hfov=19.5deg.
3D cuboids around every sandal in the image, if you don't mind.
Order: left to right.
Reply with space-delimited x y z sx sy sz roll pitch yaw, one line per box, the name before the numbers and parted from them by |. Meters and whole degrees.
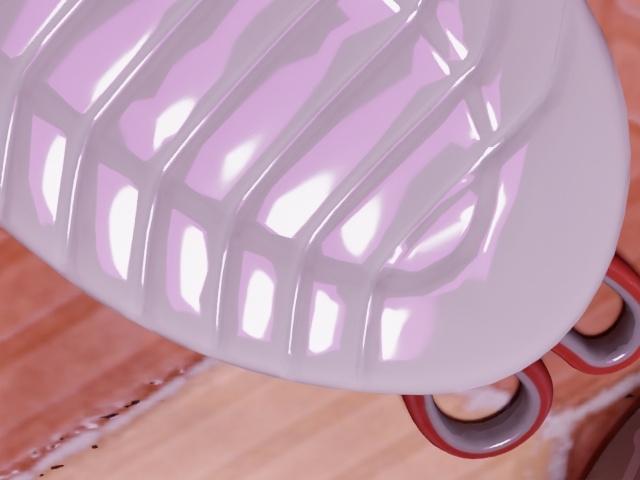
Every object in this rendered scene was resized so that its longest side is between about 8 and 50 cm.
sandal | -0.089 -0.095 0.540 0.416 0.102 0.169 28 99 -17

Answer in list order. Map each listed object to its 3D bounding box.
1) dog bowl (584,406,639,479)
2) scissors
dog bowl | 0.259 0.154 0.812 0.348 0.102 0.349 -8 126 -10
scissors | 0.000 0.000 0.680 0.297 0.021 0.109 29 115 -30
